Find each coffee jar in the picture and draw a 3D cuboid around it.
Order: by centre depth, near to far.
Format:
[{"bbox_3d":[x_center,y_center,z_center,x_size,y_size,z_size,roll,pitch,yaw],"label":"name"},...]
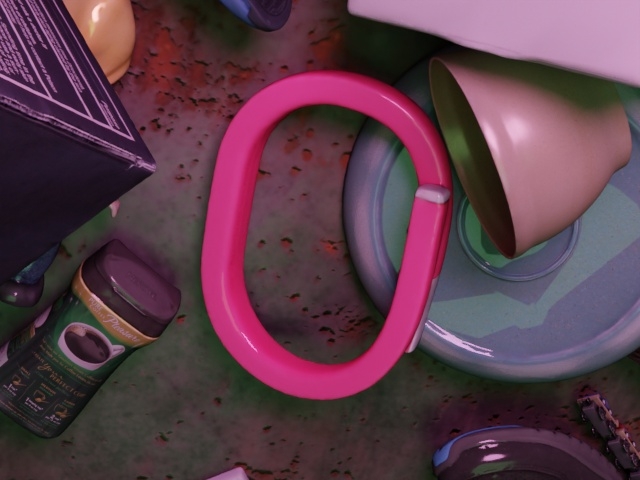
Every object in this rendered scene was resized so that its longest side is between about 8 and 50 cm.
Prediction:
[{"bbox_3d":[-0.215,0.088,0.886,0.184,0.079,0.096,-43,108,14],"label":"coffee jar"}]

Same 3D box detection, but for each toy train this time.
[{"bbox_3d":[0.311,0.210,1.009,0.027,0.036,0.158,-21,120,34],"label":"toy train"}]

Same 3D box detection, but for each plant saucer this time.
[{"bbox_3d":[0.169,-0.019,0.837,0.318,0.044,0.317,3,104,13],"label":"plant saucer"}]

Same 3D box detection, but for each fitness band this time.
[{"bbox_3d":[0.000,0.000,0.838,0.209,0.054,0.291,18,111,16],"label":"fitness band"}]

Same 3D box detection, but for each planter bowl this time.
[{"bbox_3d":[0.161,-0.081,0.727,0.109,0.162,0.162,-22,113,0],"label":"planter bowl"}]

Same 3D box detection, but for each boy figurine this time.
[{"bbox_3d":[-0.237,-0.089,0.803,0.177,0.092,0.285,21,109,-13],"label":"boy figurine"}]

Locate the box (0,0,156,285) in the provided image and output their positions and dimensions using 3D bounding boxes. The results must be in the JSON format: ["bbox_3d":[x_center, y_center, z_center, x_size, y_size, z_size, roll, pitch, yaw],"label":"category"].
[{"bbox_3d":[-0.297,-0.138,0.604,0.183,0.294,0.296,-35,72,11],"label":"box"}]

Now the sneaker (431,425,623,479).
[{"bbox_3d":[0.261,0.296,0.970,0.341,0.139,0.125,27,136,-14],"label":"sneaker"}]

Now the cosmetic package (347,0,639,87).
[{"bbox_3d":[0.177,-0.345,0.599,0.230,0.161,0.453,23,116,34],"label":"cosmetic package"}]

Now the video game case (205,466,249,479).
[{"bbox_3d":[-0.135,0.342,1.034,0.190,0.022,0.173,-22,113,5],"label":"video game case"}]

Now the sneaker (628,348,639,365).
[{"bbox_3d":[0.321,0.046,0.925,0.290,0.106,0.123,44,61,-8],"label":"sneaker"}]

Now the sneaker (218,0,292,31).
[{"bbox_3d":[-0.101,-0.234,0.705,0.082,0.069,0.209,-10,133,39],"label":"sneaker"}]
